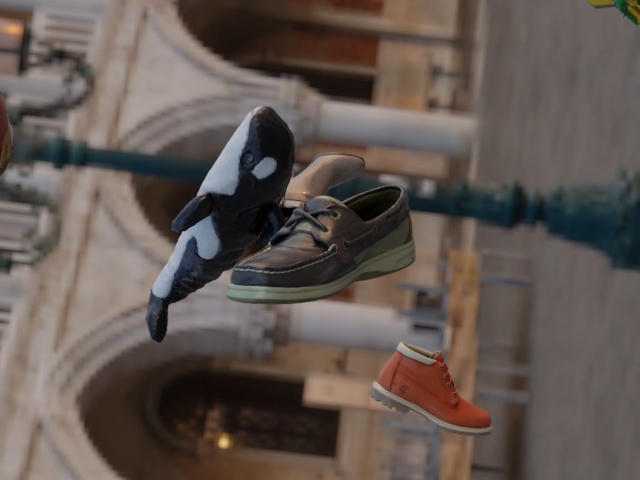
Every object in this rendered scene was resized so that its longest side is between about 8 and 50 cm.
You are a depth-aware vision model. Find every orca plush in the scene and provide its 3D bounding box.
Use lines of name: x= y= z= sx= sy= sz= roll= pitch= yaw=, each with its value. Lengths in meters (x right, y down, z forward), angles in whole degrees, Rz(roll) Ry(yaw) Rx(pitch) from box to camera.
orca plush: x=-0.087 y=-0.001 z=1.822 sx=0.287 sy=0.102 sz=0.151 roll=-55 pitch=-8 yaw=21

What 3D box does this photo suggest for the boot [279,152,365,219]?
boot: x=-0.009 y=-0.054 z=1.979 sx=0.087 sy=0.118 sz=0.042 roll=-86 pitch=-18 yaw=-54

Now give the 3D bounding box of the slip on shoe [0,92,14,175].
slip on shoe: x=-0.336 y=-0.009 z=1.118 sx=0.123 sy=0.331 sz=0.101 roll=56 pitch=177 yaw=44

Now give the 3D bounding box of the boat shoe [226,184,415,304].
boat shoe: x=0.001 y=0.000 z=1.427 sx=0.223 sy=0.080 sz=0.073 roll=-16 pitch=-71 yaw=-53

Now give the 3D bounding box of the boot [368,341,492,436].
boot: x=0.147 y=0.181 z=2.165 sx=0.085 sy=0.158 sz=0.059 roll=-65 pitch=11 yaw=6

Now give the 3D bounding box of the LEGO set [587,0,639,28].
LEGO set: x=0.453 y=-0.330 z=1.911 sx=0.331 sy=0.255 sz=0.192 roll=-54 pitch=28 yaw=-18
